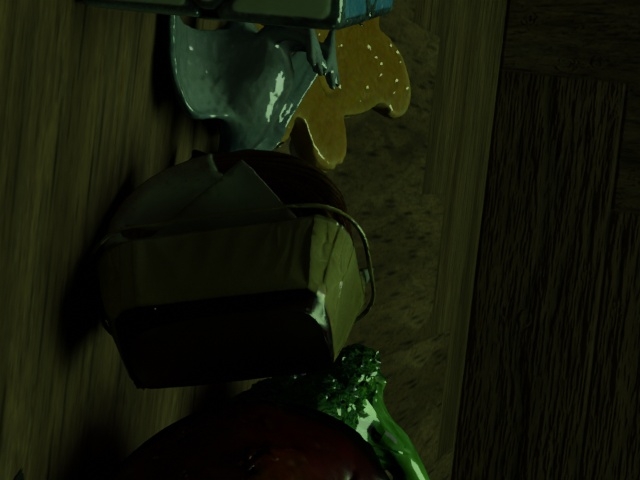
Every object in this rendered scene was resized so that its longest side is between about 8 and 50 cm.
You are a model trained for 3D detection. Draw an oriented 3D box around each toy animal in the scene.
[{"bbox_3d":[-0.073,-0.145,1.649,0.239,0.176,0.255,36,40,-60],"label":"toy animal"}]

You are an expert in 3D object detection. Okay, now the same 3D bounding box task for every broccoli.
[{"bbox_3d":[0.001,0.264,1.879,0.308,0.275,0.308,-58,-166,24],"label":"broccoli"}]

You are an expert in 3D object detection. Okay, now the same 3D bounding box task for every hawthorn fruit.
[{"bbox_3d":[-0.065,0.273,1.521,0.316,0.316,0.316,7,90,-78],"label":"hawthorn fruit"}]

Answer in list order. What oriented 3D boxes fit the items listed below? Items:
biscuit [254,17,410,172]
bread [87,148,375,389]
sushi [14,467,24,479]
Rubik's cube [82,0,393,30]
[{"bbox_3d":[-0.020,-0.178,1.864,0.339,0.047,0.216,-40,114,-53],"label":"biscuit"},{"bbox_3d":[-0.071,0.015,1.487,0.212,0.224,0.142,-88,169,-52],"label":"bread"},{"bbox_3d":[-0.223,0.300,1.337,0.215,0.050,0.192,-63,157,-58],"label":"sushi"},{"bbox_3d":[-0.052,-0.273,1.430,0.205,0.207,0.205,-39,134,-74],"label":"Rubik's cube"}]
